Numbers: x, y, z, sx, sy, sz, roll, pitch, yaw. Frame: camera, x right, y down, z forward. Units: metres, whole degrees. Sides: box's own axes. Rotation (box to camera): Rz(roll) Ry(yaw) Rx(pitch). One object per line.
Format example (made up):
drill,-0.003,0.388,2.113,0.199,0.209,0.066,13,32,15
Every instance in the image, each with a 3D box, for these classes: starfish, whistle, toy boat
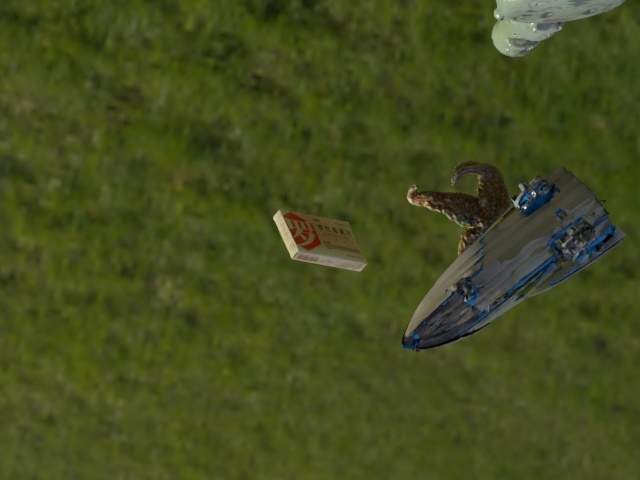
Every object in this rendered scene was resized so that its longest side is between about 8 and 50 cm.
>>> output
starfish,0.204,-0.017,2.276,0.209,0.150,0.053,23,155,0
whistle,0.210,-0.226,1.698,0.126,0.067,0.258,-5,170,-9
toy boat,0.148,0.021,1.502,0.210,0.084,0.066,-38,159,-3

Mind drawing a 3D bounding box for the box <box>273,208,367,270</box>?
box,0.000,0.000,1.855,0.093,0.058,0.015,11,133,-39
